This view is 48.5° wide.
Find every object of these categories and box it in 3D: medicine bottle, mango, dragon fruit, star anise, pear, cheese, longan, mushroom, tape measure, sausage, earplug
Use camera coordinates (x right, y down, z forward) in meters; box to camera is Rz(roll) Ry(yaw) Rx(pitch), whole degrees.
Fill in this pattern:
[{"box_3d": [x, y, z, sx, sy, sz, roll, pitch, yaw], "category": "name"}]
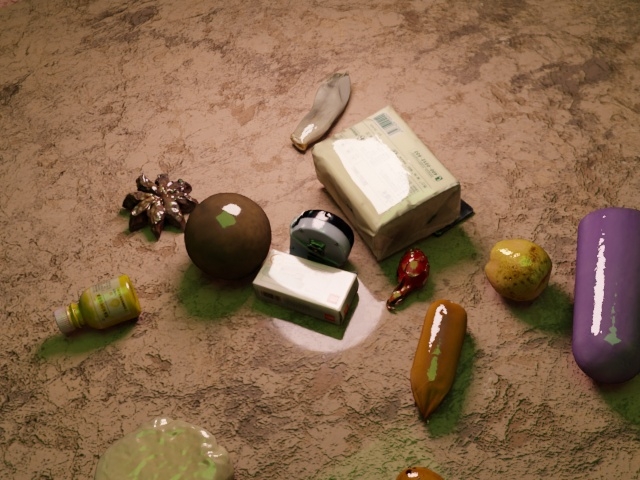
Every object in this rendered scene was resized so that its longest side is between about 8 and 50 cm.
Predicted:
[{"box_3d": [-0.605, 0.182, 1.924, 0.213, 0.122, 0.122, -21, 53, -11], "category": "medicine bottle"}, {"box_3d": [0.243, 0.578, 1.570, 0.178, 0.090, 0.115, 38, 73, 25], "category": "mango"}, {"box_3d": [0.243, 0.111, 1.953, 0.094, 0.094, 0.190, 20, 77, 19], "category": "dragon fruit"}, {"box_3d": [-0.497, -0.122, 2.171, 0.236, 0.109, 0.223, 16, 59, 14], "category": "star anise"}, {"box_3d": [0.525, 0.074, 1.898, 0.178, 0.178, 0.178, -2, 52, 3], "category": "pear"}, {"box_3d": [-0.360, 0.562, 1.614, 0.318, 0.115, 0.326, 4, 54, 8], "category": "cheese"}, {"box_3d": [-0.254, -0.013, 1.987, 0.258, 0.258, 0.258, -2, 52, 3], "category": "longan"}, {"box_3d": [0.009, -0.436, 2.385, 0.109, 0.097, 0.351, 18, 58, 18], "category": "mushroom"}, {"box_3d": [0.000, -0.003, 1.988, 0.182, 0.181, 0.107, 18, 59, 16], "category": "tape measure"}, {"box_3d": [0.291, 0.298, 1.781, 0.112, 0.112, 0.328, 12, 56, 14], "category": "sausage"}, {"box_3d": [0.743, 0.149, 1.807, 0.215, 0.215, 0.455, 12, 57, 14], "category": "earplug"}]

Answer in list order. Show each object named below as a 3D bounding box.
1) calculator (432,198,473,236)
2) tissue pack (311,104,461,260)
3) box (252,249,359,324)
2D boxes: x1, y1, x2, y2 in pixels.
[{"box_3d": [0.325, -0.125, 2.161, 0.161, 0.021, 0.261, -32, 56, -20], "category": "calculator"}, {"box_3d": [0.187, -0.170, 2.070, 0.297, 0.207, 0.380, -28, 57, -7], "category": "tissue pack"}, {"box_3d": [-0.038, 0.125, 1.954, 0.269, 0.079, 0.135, 17, 55, 17], "category": "box"}]
